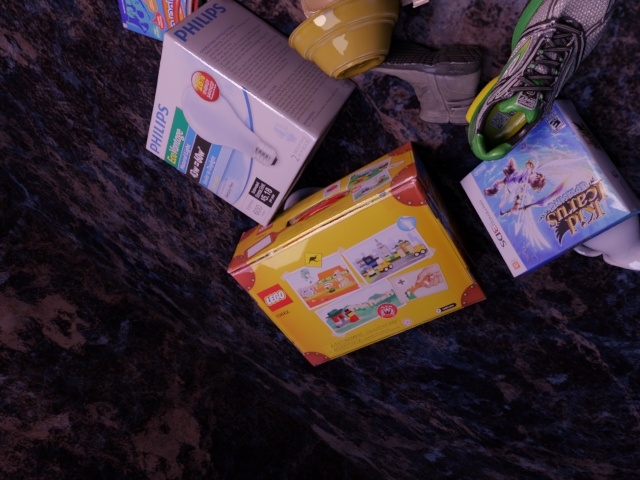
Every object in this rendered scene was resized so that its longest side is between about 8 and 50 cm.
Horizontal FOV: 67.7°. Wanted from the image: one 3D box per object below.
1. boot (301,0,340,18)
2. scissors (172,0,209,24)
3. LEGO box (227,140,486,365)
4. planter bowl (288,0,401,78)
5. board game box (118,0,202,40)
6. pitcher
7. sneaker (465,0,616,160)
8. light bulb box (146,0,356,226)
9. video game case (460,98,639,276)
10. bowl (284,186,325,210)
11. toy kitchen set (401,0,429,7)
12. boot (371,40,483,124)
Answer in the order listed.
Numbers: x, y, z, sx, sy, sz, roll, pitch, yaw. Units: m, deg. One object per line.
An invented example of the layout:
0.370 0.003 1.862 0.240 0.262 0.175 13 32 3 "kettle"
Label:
0.050 -0.460 0.749 0.262 0.203 0.095 -20 84 24 "boot"
-0.247 -0.565 0.954 0.021 0.109 0.297 42 143 12 "scissors"
0.091 0.055 1.189 0.500 0.193 0.372 -26 117 21 "LEGO box"
0.058 -0.355 0.868 0.217 0.217 0.090 -16 97 43 "planter bowl"
-0.372 -0.547 1.104 0.210 0.047 0.160 22 141 11 "board game box"
0.573 -0.029 0.995 0.207 0.125 0.178 39 160 -22 "pitcher"
0.369 -0.276 0.801 0.134 0.146 0.343 22 128 -2 "sneaker"
-0.176 -0.286 1.114 0.361 0.225 0.358 33 142 -4 "light bulb box"
0.434 -0.092 0.942 0.269 0.061 0.244 -49 60 52 "video game case"
0.000 0.000 1.384 0.298 0.134 0.298 18 139 16 "bowl"
0.167 -0.455 0.827 0.083 0.068 0.075 -5 129 37 "toy kitchen set"
0.203 -0.305 0.964 0.246 0.083 0.161 14 144 23 "boot"
